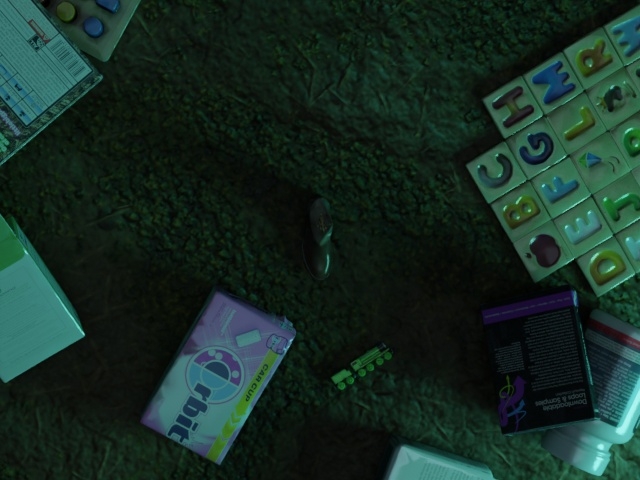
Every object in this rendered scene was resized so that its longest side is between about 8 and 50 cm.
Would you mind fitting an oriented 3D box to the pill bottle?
[{"bbox_3d":[0.338,0.183,1.558,0.108,0.108,0.180,25,92,-8],"label":"pill bottle"}]

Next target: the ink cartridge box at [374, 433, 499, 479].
[{"bbox_3d":[0.154,0.402,1.586,0.239,0.060,0.275,19,93,-9],"label":"ink cartridge box"}]

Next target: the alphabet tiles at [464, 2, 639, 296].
[{"bbox_3d":[0.362,-0.108,1.579,0.343,0.011,0.285,-31,99,-2],"label":"alphabet tiles"}]

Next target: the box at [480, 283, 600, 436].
[{"bbox_3d":[0.258,0.142,1.531,0.116,0.029,0.162,-15,72,25],"label":"box"}]

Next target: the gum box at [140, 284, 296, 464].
[{"bbox_3d":[-0.119,0.152,1.527,0.107,0.062,0.188,30,92,-9],"label":"gum box"}]

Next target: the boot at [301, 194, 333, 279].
[{"bbox_3d":[0.000,0.000,1.498,0.037,0.114,0.106,-7,96,-5],"label":"boot"}]

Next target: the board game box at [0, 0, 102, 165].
[{"bbox_3d":[-0.423,-0.158,1.360,0.232,0.141,0.291,50,62,-12],"label":"board game box"}]

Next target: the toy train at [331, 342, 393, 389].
[{"bbox_3d":[0.049,0.151,1.569,0.083,0.017,0.023,-33,88,-2],"label":"toy train"}]

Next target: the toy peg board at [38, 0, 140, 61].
[{"bbox_3d":[-0.275,-0.308,1.454,0.161,0.079,0.161,28,93,-8],"label":"toy peg board"}]

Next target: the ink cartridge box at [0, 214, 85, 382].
[{"bbox_3d":[-0.364,0.047,1.452,0.109,0.062,0.209,-30,123,-3],"label":"ink cartridge box"}]
